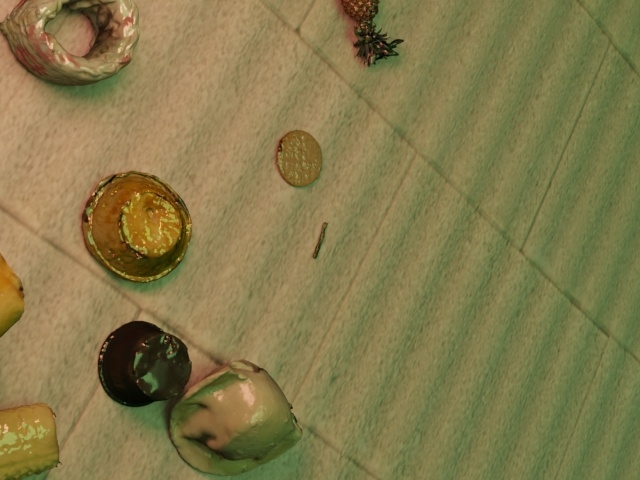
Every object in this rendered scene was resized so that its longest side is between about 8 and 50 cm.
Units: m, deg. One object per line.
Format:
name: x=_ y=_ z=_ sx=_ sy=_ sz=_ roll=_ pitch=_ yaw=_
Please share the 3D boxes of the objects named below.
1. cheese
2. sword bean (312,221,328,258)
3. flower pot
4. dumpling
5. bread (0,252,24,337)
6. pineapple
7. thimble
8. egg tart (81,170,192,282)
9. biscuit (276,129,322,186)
cheese: x=-0.520 y=0.337 z=1.741 sx=0.167 sy=0.094 sz=0.123 roll=-10 pitch=103 yaw=-33
sword bean: x=0.000 y=0.000 z=2.203 sx=0.012 sy=0.012 sz=0.083 roll=29 pitch=70 yaw=-33
flower pot: x=-0.303 y=0.223 z=1.902 sx=0.157 sy=0.107 sz=0.157 roll=2 pitch=87 yaw=-39
dumpling: x=-0.159 y=0.349 z=1.987 sx=0.227 sy=0.175 sz=0.243 roll=-40 pitch=97 yaw=0
bread: x=-0.684 y=0.100 z=1.537 sx=0.394 sy=0.250 sz=0.361 roll=-49 pitch=113 yaw=-24
pineapple: x=0.100 y=-0.483 z=2.257 sx=0.103 sy=0.083 sz=0.221 roll=-29 pitch=107 yaw=-34
thimble: x=-0.425 y=-0.359 z=1.811 sx=0.211 sy=0.149 sz=0.185 roll=-3 pitch=92 yaw=-37
egg tart: x=-0.320 y=-0.027 z=1.916 sx=0.212 sy=0.090 sz=0.212 roll=5 pitch=81 yaw=-36
biscuit: x=-0.043 y=-0.168 z=2.175 sx=0.120 sy=0.015 sz=0.120 roll=2 pitch=86 yaw=-38
